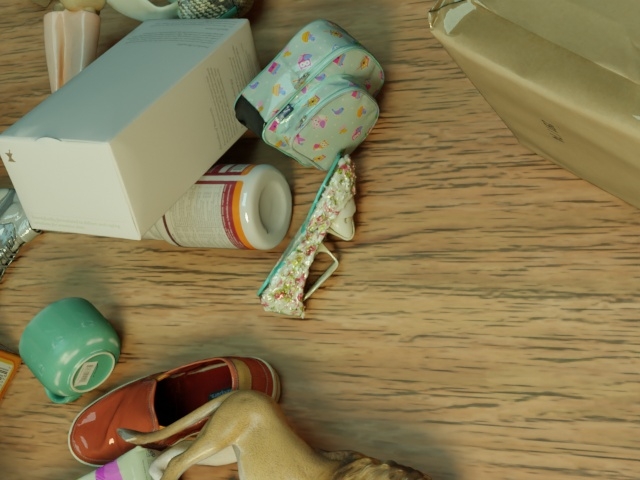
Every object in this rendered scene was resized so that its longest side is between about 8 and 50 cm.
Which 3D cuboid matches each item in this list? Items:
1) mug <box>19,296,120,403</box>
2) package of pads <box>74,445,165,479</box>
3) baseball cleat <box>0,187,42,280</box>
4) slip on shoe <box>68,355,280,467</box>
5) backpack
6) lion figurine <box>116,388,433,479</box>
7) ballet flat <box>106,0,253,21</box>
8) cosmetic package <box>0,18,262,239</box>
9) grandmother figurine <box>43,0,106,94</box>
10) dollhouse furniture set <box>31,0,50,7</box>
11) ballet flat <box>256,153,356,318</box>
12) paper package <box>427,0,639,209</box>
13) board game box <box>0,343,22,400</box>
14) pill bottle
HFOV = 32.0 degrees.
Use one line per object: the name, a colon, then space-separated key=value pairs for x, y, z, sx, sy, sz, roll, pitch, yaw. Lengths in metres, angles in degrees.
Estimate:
mug: x=-0.353 y=0.169 z=1.623 sx=0.129 sy=0.157 sz=0.097 roll=-38 pitch=57 yaw=-18
package of pads: x=-0.306 y=0.443 z=1.496 sx=0.297 sy=0.101 sz=0.229 roll=-30 pitch=60 yaw=19
baseball cleat: x=-0.510 y=0.012 z=1.789 sx=0.110 sy=0.072 sz=0.205 roll=3 pitch=77 yaw=23
slip on shoe: x=-0.218 y=0.229 z=1.531 sx=0.331 sy=0.101 sz=0.123 roll=-19 pitch=65 yaw=23
backpack: x=-0.001 y=-0.200 z=1.535 sx=0.144 sy=0.166 sz=0.188 roll=39 pitch=96 yaw=32
lion figurine: x=-0.050 y=0.282 z=1.349 sx=0.392 sy=0.142 sz=0.240 roll=40 pitch=79 yaw=24
ballet flat: x=-0.307 y=-0.465 z=1.794 sx=0.182 sy=0.164 sz=0.483 roll=-42 pitch=58 yaw=-12
cosmetic package: x=-0.248 y=-0.168 z=1.551 sx=0.197 sy=0.155 sz=0.365 roll=7 pitch=39 yaw=29
grandmother figurine: x=-0.392 y=-0.205 z=1.759 sx=0.104 sy=0.208 sz=0.342 roll=3 pitch=83 yaw=-11
dollhouse furniture set: x=-0.519 y=-0.574 z=2.004 sx=0.262 sy=0.135 sz=0.259 roll=41 pitch=105 yaw=33
ballet flat: x=0.000 y=0.000 z=1.523 sx=0.077 sy=0.091 sz=0.241 roll=30 pitch=92 yaw=3
paper package: x=0.328 y=-0.174 z=1.251 sx=0.309 sy=0.325 sz=0.168 roll=36 pitch=90 yaw=34
board game box: x=-0.754 y=0.226 z=1.669 sx=0.356 sy=0.356 sz=0.356 roll=23 pitch=83 yaw=33
pill bottle: x=-0.162 y=-0.049 z=1.591 sx=0.221 sy=0.121 sz=0.121 roll=2 pitch=73 yaw=30
